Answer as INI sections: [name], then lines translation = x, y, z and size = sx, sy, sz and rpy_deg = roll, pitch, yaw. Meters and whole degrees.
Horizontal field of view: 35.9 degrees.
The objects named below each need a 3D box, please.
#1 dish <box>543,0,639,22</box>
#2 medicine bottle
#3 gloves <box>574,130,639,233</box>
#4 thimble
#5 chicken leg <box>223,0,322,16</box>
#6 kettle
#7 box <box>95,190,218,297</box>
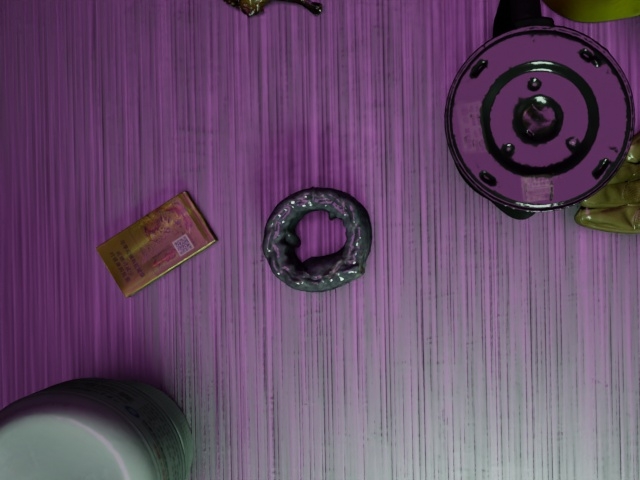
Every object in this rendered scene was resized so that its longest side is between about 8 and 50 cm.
[dish]
translation = 0.358, -0.379, 1.319
size = 0.208, 0.080, 0.148
rpy_deg = 38, 93, 3
[medicine bottle]
translation = -0.296, 0.299, 1.273
size = 0.245, 0.306, 0.244
rpy_deg = 0, 89, 5
[gloves]
translation = 0.484, -0.093, 1.275
size = 0.331, 0.141, 0.154
rpy_deg = -21, 98, 12
[thimble]
translation = -0.003, 0.000, 1.347
size = 0.150, 0.098, 0.150
rpy_deg = 0, 90, 7
[chicken leg]
translation = -0.070, -0.345, 1.384
size = 0.145, 0.037, 0.062
rpy_deg = 0, 112, 6
[kettle]
translation = 0.236, -0.159, 1.217
size = 0.203, 0.308, 0.262
rpy_deg = -34, 87, 6
[box]
translation = -0.233, 0.005, 1.408
size = 0.156, 0.022, 0.089
rpy_deg = -34, 88, 5
